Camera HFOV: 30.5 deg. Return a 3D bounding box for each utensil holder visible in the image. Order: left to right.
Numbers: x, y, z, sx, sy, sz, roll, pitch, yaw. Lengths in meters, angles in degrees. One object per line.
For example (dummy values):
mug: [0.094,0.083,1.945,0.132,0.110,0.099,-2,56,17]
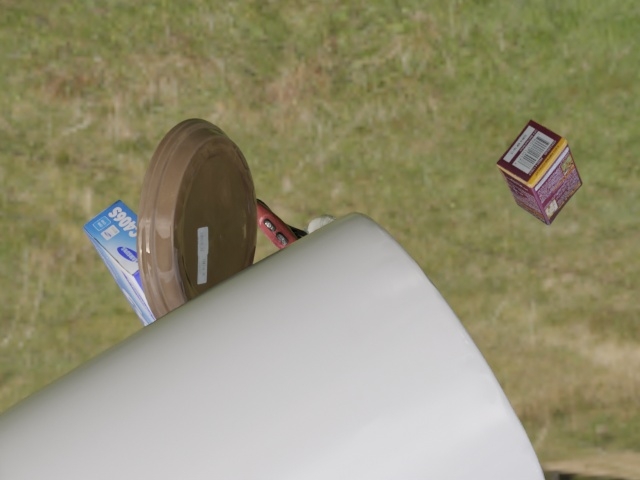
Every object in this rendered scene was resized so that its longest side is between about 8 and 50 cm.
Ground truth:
utensil holder: [-0.056,0.202,0.958,0.385,0.327,0.327,-30,168,-8]

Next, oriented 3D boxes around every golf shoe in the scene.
golf shoe: [0.000,0.000,2.094,0.086,0.069,0.176,-9,-161,-21]

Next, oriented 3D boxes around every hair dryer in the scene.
hair dryer: [-0.047,0.021,1.737,0.223,0.080,0.293,33,-175,-20]

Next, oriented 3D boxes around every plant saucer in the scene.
plant saucer: [-0.144,-0.013,1.463,0.041,0.278,0.278,4,169,22]

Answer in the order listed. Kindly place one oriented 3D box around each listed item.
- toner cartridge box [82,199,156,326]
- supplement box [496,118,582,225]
toner cartridge box: [-0.234,0.110,1.823,0.075,0.165,0.348,-38,134,-16]
supplement box: [0.387,-0.117,2.066,0.081,0.104,0.188,37,175,29]
